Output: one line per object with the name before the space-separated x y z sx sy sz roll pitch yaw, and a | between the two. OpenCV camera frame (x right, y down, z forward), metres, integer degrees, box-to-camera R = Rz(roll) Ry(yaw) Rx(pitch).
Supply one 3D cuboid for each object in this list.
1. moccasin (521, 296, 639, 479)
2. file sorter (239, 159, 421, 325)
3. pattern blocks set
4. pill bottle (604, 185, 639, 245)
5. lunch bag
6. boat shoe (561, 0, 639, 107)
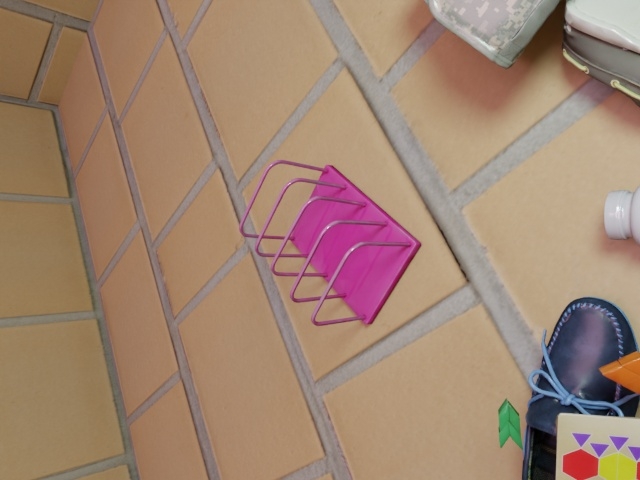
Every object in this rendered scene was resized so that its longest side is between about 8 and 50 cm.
moccasin | 0.344 0.248 0.659 0.138 0.117 0.341 7 94 46
file sorter | 0.000 0.000 0.971 0.290 0.182 0.202 47 120 36
pattern blocks set | 0.372 0.267 0.581 0.325 0.026 0.285 8 104 13
pill bottle | 0.434 -0.031 0.595 0.152 0.086 0.085 2 90 45
lunch bag | 0.256 -0.404 0.685 0.235 0.169 0.286 -54 35 31
boat shoe | 0.427 -0.209 0.604 0.109 0.091 0.305 -36 60 -6
